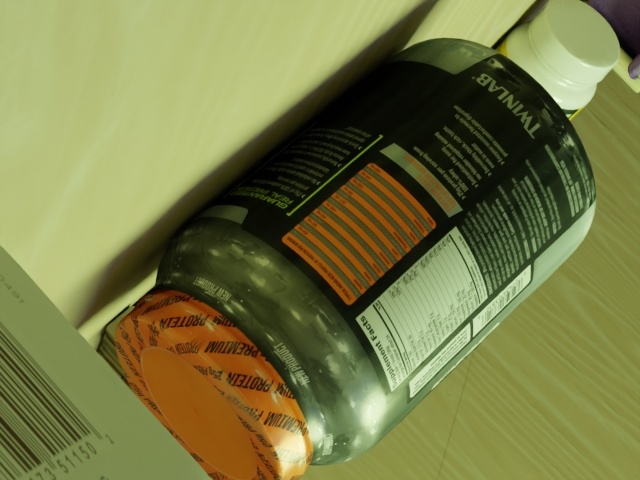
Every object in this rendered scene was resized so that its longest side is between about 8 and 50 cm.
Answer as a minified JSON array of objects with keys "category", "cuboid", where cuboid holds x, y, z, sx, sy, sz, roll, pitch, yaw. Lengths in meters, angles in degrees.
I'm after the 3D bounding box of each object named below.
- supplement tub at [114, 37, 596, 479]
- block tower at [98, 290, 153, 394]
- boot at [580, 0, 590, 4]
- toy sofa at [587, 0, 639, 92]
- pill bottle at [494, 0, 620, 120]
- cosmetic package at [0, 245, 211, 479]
[{"category":"supplement tub","cuboid":[0.026,0.019,1.221,0.338,0.207,0.207,-40,175,-27]},{"category":"block tower","cuboid":[-0.140,0.119,1.460,0.097,0.091,0.335,-43,176,-19]},{"category":"boot","cuboid":[0.281,-0.262,2.004,0.106,0.037,0.114,-40,180,-9]},{"category":"toy sofa","cuboid":[0.498,-0.367,2.189,0.362,0.150,0.177,-44,171,13]},{"category":"pill bottle","cuboid":[0.233,-0.170,1.876,0.119,0.119,0.208,-39,174,-45]},{"category":"cosmetic package","cuboid":[-0.273,0.212,0.654,0.453,0.161,0.230,-44,176,15]}]
